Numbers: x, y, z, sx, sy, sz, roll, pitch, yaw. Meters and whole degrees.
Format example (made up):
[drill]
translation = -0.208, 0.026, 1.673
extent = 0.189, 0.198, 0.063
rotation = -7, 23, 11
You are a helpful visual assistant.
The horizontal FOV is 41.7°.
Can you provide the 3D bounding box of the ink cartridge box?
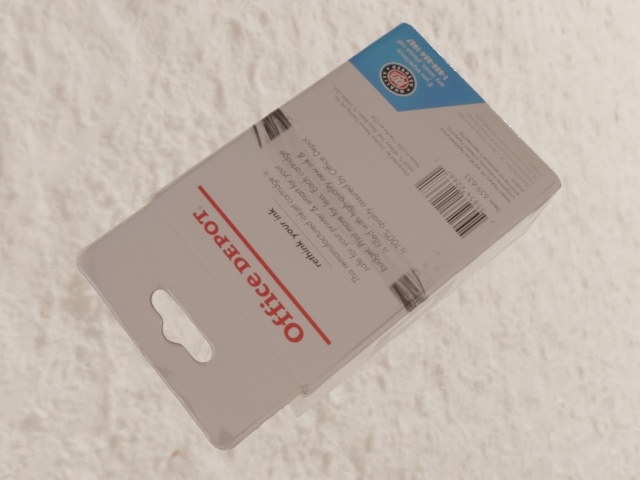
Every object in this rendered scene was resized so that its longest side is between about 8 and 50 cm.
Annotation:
[ink cartridge box]
translation = 0.000, 0.000, 0.366
extent = 0.180, 0.060, 0.104
rotation = -37, 76, -15
